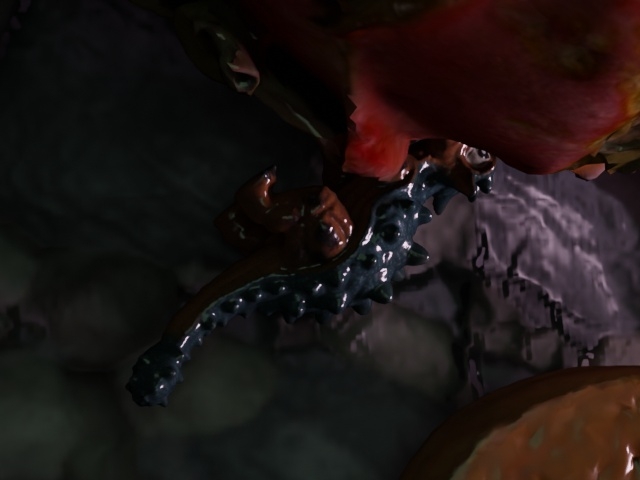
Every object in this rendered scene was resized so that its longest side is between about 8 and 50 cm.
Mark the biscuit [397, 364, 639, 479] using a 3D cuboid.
[{"bbox_3d":[0.065,0.158,0.471,0.289,0.044,0.202,-36,95,-14],"label":"biscuit"}]

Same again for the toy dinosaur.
[{"bbox_3d":[0.000,0.000,0.488,0.154,0.049,0.055,-38,92,-21],"label":"toy dinosaur"}]

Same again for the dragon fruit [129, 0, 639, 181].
[{"bbox_3d":[0.039,-0.162,0.402,0.291,0.269,0.250,39,55,-22],"label":"dragon fruit"}]
